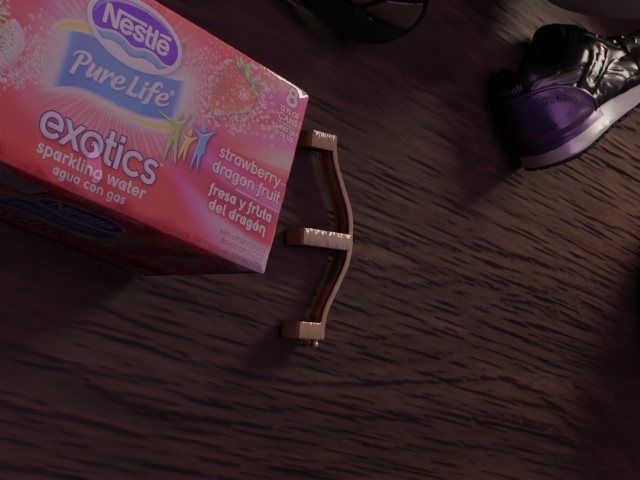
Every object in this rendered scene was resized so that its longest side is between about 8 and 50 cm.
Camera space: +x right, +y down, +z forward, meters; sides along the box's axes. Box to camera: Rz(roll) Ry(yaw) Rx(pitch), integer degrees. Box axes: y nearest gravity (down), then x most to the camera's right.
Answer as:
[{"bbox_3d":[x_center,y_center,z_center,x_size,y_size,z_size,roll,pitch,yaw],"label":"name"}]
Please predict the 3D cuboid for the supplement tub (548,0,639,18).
[{"bbox_3d":[0.318,-0.385,1.125,0.191,0.191,0.272,14,80,-42],"label":"supplement tub"}]

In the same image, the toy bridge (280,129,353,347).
[{"bbox_3d":[0.000,0.000,0.965,0.063,0.026,0.188,8,84,-44],"label":"toy bridge"}]

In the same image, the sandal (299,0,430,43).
[{"bbox_3d":[-0.023,-0.279,0.913,0.303,0.120,0.086,40,37,-38],"label":"sandal"}]

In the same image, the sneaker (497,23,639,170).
[{"bbox_3d":[0.298,-0.196,1.204,0.283,0.107,0.124,-39,108,-37],"label":"sneaker"}]

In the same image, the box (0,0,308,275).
[{"bbox_3d":[-0.173,-0.088,0.719,0.300,0.154,0.142,26,72,-39],"label":"box"}]
